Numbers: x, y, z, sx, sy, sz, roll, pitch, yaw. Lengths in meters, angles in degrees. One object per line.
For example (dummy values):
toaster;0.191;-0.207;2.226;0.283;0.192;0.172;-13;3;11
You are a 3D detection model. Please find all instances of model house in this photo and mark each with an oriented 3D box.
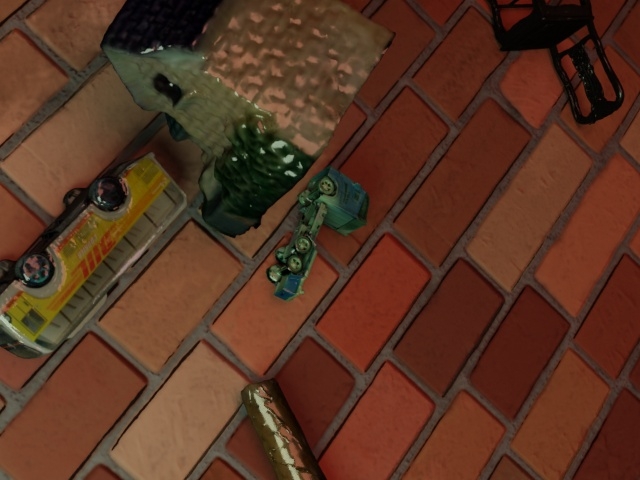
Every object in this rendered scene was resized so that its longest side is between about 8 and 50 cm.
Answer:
model house;-0.115;-0.190;1.309;0.284;0.298;0.243;38;66;-8

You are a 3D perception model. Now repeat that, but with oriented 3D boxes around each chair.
chair;0.334;-0.278;1.679;0.113;0.106;0.229;-9;77;-30

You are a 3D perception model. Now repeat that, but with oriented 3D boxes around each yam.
yam;-0.021;0.269;1.347;0.057;0.057;0.241;-24;86;-31

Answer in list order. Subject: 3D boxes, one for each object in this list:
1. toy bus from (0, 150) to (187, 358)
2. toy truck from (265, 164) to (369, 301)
toy bus;-0.263;0.015;1.289;0.106;0.092;0.268;49;58;-17
toy truck;0.000;0.000;1.438;0.081;0.067;0.175;30;63;-17
